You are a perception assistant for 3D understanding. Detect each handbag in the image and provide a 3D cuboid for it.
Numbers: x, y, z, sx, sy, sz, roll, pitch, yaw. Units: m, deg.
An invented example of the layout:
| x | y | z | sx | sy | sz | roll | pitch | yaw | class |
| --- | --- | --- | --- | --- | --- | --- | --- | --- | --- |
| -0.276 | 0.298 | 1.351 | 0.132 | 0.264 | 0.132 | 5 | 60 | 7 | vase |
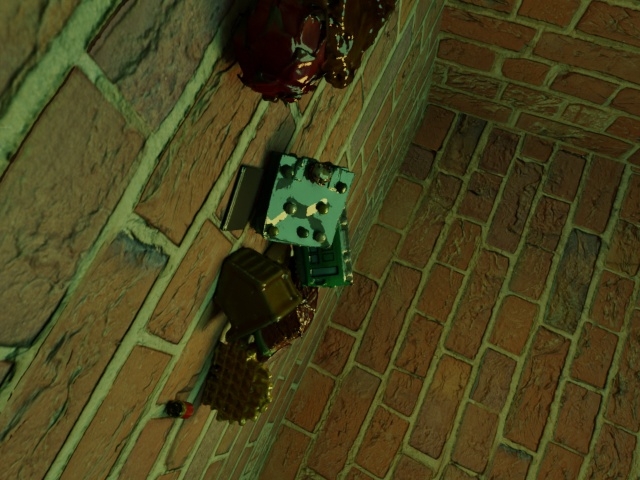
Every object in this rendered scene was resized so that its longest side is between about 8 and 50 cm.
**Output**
| x | y | z | sx | sy | sz | roll | pitch | yaw | class |
| --- | --- | --- | --- | --- | --- | --- | --- | --- | --- |
| -0.048 | -0.110 | 1.391 | 0.269 | 0.100 | 0.273 | 11 | 109 | -32 | handbag |

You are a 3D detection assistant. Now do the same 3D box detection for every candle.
| x | y | z | sx | sy | sz | roll | pitch | yaw | class |
| --- | --- | --- | --- | --- | --- | --- | --- | --- | --- |
| -0.407 | 0.498 | 1.377 | 0.130 | 0.052 | 0.051 | 77 | 37 | -69 | candle |

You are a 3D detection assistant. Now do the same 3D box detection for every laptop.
| x | y | z | sx | sy | sz | roll | pitch | yaw | class |
| --- | --- | --- | --- | --- | --- | --- | --- | --- | --- |
| -0.207 | -0.111 | 1.254 | 0.180 | 0.016 | 0.129 | -69 | 166 | 9 | laptop |

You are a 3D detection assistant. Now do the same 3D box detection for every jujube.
| x | y | z | sx | sy | sz | roll | pitch | yaw | class |
| --- | --- | --- | --- | --- | --- | --- | --- | --- | --- |
| -0.118 | 0.207 | 1.734 | 0.216 | 0.217 | 0.341 | 94 | 14 | -53 | jujube |

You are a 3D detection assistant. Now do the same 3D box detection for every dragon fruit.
| x | y | z | sx | sy | sz | roll | pitch | yaw | class |
| --- | --- | --- | --- | --- | --- | --- | --- | --- | --- |
| -0.076 | -0.401 | 0.937 | 0.193 | 0.193 | 0.273 | -39 | 138 | -48 | dragon fruit |

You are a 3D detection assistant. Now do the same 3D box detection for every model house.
| x | y | z | sx | sy | sz | roll | pitch | yaw | class |
| --- | --- | --- | --- | --- | --- | --- | --- | --- | --- |
| -0.193 | 0.135 | 1.407 | 0.268 | 0.174 | 0.239 | -34 | 102 | -61 | model house |

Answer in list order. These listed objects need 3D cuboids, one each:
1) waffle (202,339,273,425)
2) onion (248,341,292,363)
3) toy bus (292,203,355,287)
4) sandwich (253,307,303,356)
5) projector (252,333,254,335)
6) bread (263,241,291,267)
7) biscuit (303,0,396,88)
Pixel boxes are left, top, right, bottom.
| x | y | z | sx | sy | sz | roll | pitch | yaw | class |
| --- | --- | --- | --- | --- | --- | --- | --- | --- | --- |
| -0.277 | 0.458 | 1.522 | 0.310 | 0.283 | 0.065 | -26 | 177 | 25 | waffle |
| -0.235 | 0.418 | 1.702 | 0.247 | 0.111 | 0.250 | -42 | 166 | 19 | onion |
| 0.000 | 0.000 | 1.623 | 0.183 | 0.200 | 0.343 | -146 | -132 | -76 | toy bus |
| -0.143 | 0.259 | 1.527 | 0.079 | 0.159 | 0.234 | 84 | -6 | -57 | sandwich |
| -0.211 | 0.335 | 1.803 | 0.083 | 0.082 | 0.083 | 97 | 20 | -49 | projector |
| -0.170 | 0.100 | 1.620 | 0.188 | 0.068 | 0.125 | -58 | 164 | -34 | bread |
| 0.074 | -0.641 | 1.169 | 0.394 | 0.167 | 0.342 | -61 | 166 | -21 | biscuit |
